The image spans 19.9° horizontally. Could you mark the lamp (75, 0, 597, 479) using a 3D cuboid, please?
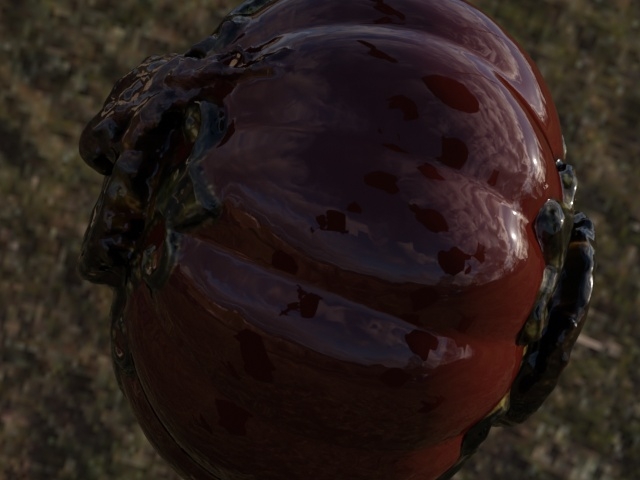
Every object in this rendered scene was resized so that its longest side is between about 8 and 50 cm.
[{"bbox_3d":[0.000,0.000,0.733,0.227,0.227,0.227,13,30,-8],"label":"lamp"}]
